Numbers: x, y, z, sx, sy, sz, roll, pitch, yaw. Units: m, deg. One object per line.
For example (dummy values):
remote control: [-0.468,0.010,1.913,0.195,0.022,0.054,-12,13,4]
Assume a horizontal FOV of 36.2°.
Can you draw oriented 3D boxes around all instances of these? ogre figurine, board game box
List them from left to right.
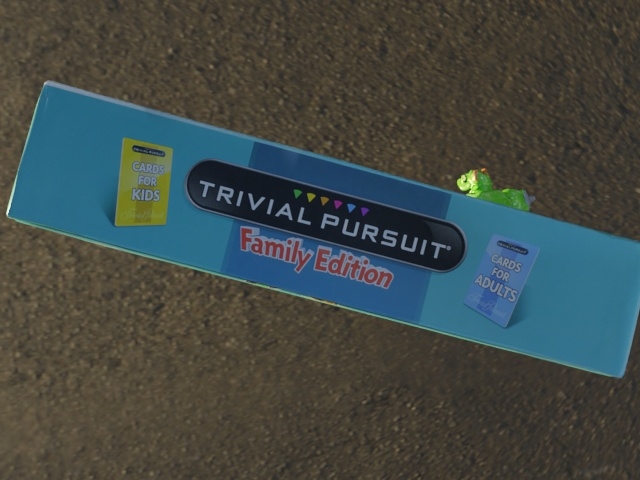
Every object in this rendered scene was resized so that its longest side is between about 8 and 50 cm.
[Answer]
board game box: [0.000,0.000,0.638,0.336,0.254,0.079,15,87,-4]
ogre figurine: [0.184,-0.027,1.216,0.118,0.197,0.097,-30,55,48]
